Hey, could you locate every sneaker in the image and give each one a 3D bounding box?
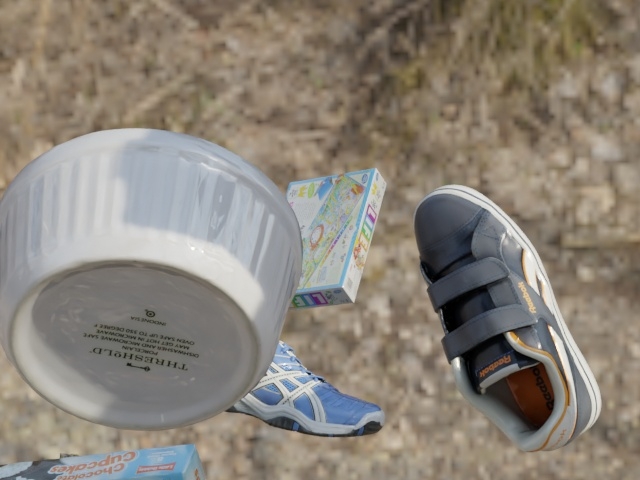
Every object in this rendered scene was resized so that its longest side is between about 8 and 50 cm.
[{"bbox_3d":[0.194,0.086,2.060,0.126,0.321,0.127,-36,-6,32],"label":"sneaker"},{"bbox_3d":[-0.036,0.142,1.829,0.211,0.081,0.080,15,-3,7],"label":"sneaker"}]

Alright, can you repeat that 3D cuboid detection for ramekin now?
[{"bbox_3d":[-0.151,0.045,1.571,0.273,0.273,0.127,-3,43,4],"label":"ramekin"}]

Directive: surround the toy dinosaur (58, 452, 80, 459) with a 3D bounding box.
[{"bbox_3d":[-0.232,0.317,2.243,0.118,0.268,0.064,3,56,17],"label":"toy dinosaur"}]

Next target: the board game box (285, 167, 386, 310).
[{"bbox_3d":[0.000,0.000,1.847,0.103,0.026,0.154,-8,47,29],"label":"board game box"}]

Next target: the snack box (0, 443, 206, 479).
[{"bbox_3d":[-0.257,0.310,1.848,0.322,0.187,0.060,-8,23,14],"label":"snack box"}]
